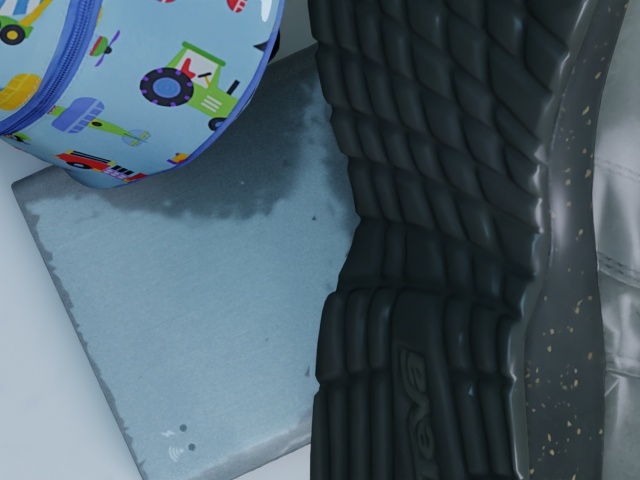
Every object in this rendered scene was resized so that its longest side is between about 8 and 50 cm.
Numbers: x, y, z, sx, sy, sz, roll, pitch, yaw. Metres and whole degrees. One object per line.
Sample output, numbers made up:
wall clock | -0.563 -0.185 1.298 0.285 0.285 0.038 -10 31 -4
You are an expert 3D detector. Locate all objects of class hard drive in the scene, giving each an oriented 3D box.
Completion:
hard drive | 0.000 0.000 0.476 0.135 0.022 0.094 -25 85 -2

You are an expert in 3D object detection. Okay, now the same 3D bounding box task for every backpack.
backpack | -0.072 -0.101 0.413 0.117 0.158 0.173 1 84 -30

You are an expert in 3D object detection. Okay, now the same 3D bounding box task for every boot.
boot | 0.080 -0.034 0.404 0.161 0.083 0.246 -9 111 -40
